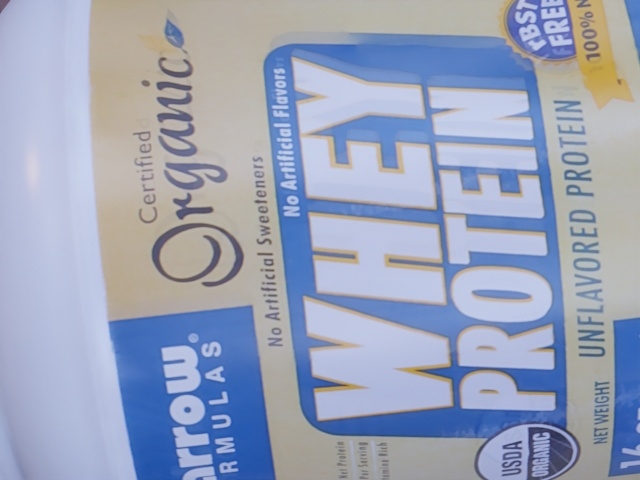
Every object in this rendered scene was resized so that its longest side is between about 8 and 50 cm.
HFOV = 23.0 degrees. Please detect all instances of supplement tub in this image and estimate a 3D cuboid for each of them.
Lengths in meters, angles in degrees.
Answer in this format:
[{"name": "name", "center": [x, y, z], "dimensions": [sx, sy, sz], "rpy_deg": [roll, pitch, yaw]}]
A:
[{"name": "supplement tub", "center": [0.000, 0.000, 0.380], "dimensions": [0.144, 0.200, 0.144], "rpy_deg": [173, -90, -90]}]
